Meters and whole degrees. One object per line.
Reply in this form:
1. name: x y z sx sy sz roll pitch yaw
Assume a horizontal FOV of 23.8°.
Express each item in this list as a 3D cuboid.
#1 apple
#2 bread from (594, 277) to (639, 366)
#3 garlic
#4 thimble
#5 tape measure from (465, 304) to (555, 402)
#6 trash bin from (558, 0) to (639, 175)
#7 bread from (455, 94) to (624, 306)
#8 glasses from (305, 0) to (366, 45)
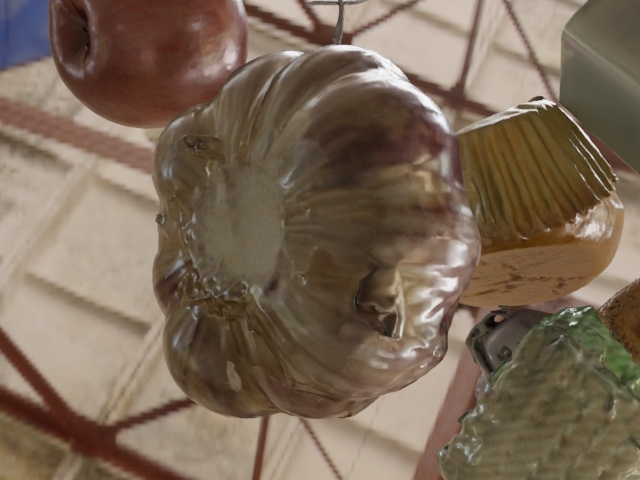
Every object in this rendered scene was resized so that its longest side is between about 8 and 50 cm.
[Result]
1. apple: -0.129 -0.155 1.100 0.120 0.153 0.153 -19 -129 -36
2. bread: 0.257 0.065 1.136 0.070 0.076 0.083 -42 -111 4
3. garlic: 0.000 0.000 0.933 0.160 0.245 0.245 8 -146 -49
4. thimble: 0.207 0.162 1.307 0.150 0.219 0.219 37 -131 6
5. tape measure: 0.262 0.167 1.563 0.236 0.197 0.120 5 -167 12
6. trash bin: 0.425 -0.114 1.496 0.367 0.296 0.256 40 -100 21
7. bread: 0.213 -0.026 1.686 0.236 0.388 0.183 -22 -101 8
8. glasses: 0.029 -0.249 1.465 0.062 0.140 0.104 -10 -121 30
